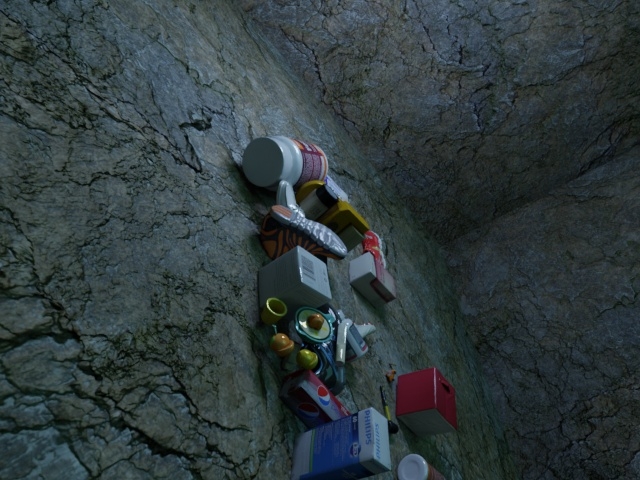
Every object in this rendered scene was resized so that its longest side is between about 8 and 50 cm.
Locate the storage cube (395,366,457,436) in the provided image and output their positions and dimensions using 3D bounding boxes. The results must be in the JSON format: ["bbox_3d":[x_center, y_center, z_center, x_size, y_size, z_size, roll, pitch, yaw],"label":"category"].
[{"bbox_3d":[0.446,0.687,1.739,0.183,0.215,0.193,49,33,-24],"label":"storage cube"}]

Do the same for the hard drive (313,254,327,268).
[{"bbox_3d":[-0.037,0.081,1.673,0.172,0.054,0.254,46,28,-28],"label":"hard drive"}]

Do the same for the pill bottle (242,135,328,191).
[{"bbox_3d":[-0.140,-0.316,1.717,0.224,0.224,0.392,62,24,6],"label":"pill bottle"}]

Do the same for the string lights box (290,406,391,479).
[{"bbox_3d":[0.048,0.544,1.061,0.077,0.260,0.133,47,28,-27],"label":"string lights box"}]

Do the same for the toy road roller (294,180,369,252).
[{"bbox_3d":[0.032,-0.113,1.741,0.329,0.202,0.240,43,18,-24],"label":"toy road roller"}]

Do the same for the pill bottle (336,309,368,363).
[{"bbox_3d":[0.089,0.356,1.540,0.180,0.108,0.108,59,24,-2],"label":"pill bottle"}]

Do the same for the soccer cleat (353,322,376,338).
[{"bbox_3d":[0.169,0.387,1.719,0.196,0.068,0.076,17,53,-47],"label":"soccer cleat"}]

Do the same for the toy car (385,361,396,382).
[{"bbox_3d":[0.310,0.583,1.819,0.041,0.060,0.122,16,4,7],"label":"toy car"}]

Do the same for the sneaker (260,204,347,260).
[{"bbox_3d":[-0.071,0.016,1.497,0.321,0.180,0.124,30,26,-1],"label":"sneaker"}]

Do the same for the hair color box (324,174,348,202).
[{"bbox_3d":[0.058,-0.143,2.003,0.185,0.110,0.338,41,32,-36],"label":"hair color box"}]

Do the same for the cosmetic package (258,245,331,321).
[{"bbox_3d":[-0.087,0.145,1.344,0.151,0.184,0.151,36,34,-40],"label":"cosmetic package"}]

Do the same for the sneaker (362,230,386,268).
[{"bbox_3d":[0.278,0.052,2.264,0.118,0.107,0.279,19,43,-42],"label":"sneaker"}]

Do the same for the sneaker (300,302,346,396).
[{"bbox_3d":[0.000,0.337,1.371,0.140,0.125,0.340,32,33,-38],"label":"sneaker"}]

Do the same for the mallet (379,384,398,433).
[{"bbox_3d":[0.267,0.668,1.624,0.062,0.039,0.189,45,24,-29],"label":"mallet"}]

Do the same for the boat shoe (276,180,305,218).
[{"bbox_3d":[-0.101,-0.092,1.563,0.098,0.096,0.277,-35,122,-60],"label":"boat shoe"}]

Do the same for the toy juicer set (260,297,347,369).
[{"bbox_3d":[-0.014,0.288,1.244,0.329,0.089,0.209,18,34,-29],"label":"toy juicer set"}]

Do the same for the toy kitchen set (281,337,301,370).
[{"bbox_3d":[-0.094,0.354,1.283,0.068,0.075,0.083,32,76,-40],"label":"toy kitchen set"}]

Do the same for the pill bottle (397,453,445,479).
[{"bbox_3d":[0.384,0.883,1.495,0.216,0.121,0.121,47,27,-25],"label":"pill bottle"}]

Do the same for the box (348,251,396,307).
[{"bbox_3d":[0.256,0.195,2.020,0.232,0.127,0.148,45,28,-30],"label":"box"}]

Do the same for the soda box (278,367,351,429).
[{"bbox_3d":[-0.002,0.501,1.219,0.263,0.092,0.083,52,24,-17],"label":"soda box"}]
